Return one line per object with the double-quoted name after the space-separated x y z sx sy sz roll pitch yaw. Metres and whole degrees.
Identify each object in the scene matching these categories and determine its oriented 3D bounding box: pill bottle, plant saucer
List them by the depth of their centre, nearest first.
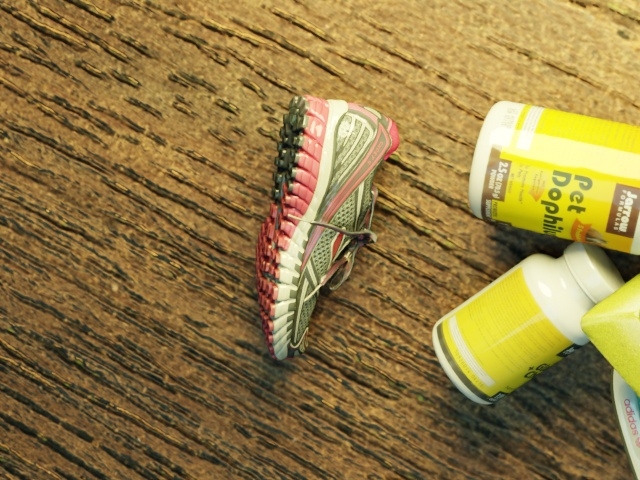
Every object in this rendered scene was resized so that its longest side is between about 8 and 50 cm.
0.366 0.088 0.970 0.188 0.045 0.188 -33 73 -16 "plant saucer"
0.255 -0.055 1.004 0.215 0.117 0.117 13 110 17 "pill bottle"
0.209 0.078 1.072 0.184 0.103 0.103 -38 91 25 "pill bottle"

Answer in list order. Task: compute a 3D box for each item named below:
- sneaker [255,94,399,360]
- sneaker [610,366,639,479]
0.000 0.000 1.119 0.112 0.121 0.299 6 120 -15 "sneaker"
0.415 0.235 1.046 0.178 0.124 0.296 -17 99 32 "sneaker"
